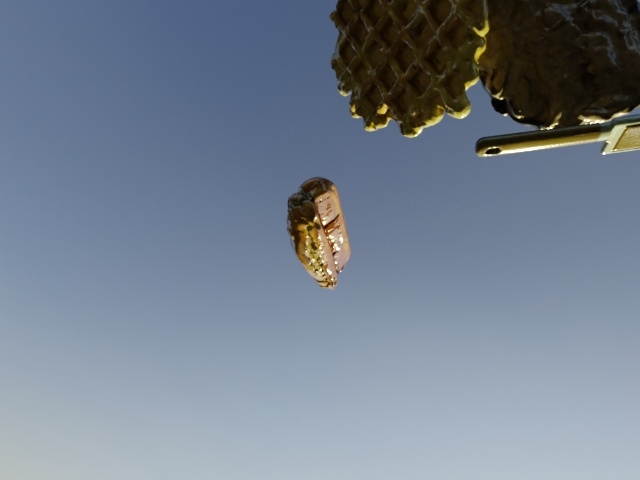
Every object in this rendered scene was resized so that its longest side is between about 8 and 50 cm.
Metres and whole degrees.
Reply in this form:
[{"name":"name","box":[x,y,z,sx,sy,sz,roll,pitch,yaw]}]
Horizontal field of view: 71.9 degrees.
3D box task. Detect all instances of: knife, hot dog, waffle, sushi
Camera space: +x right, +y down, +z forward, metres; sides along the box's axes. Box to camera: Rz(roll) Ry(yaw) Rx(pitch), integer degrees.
[{"name":"knife","box":[0.363,-0.131,0.537,0.342,0.027,0.061,-7,-29,10]},{"name":"hot dog","box":[0.000,0.000,0.761,0.072,0.115,0.269,12,-32,18]},{"name":"waffle","box":[0.116,-0.311,0.663,0.311,0.060,0.308,13,-63,50]},{"name":"sushi","box":[0.310,-0.307,0.636,0.350,0.170,0.211,53,-48,5]}]
